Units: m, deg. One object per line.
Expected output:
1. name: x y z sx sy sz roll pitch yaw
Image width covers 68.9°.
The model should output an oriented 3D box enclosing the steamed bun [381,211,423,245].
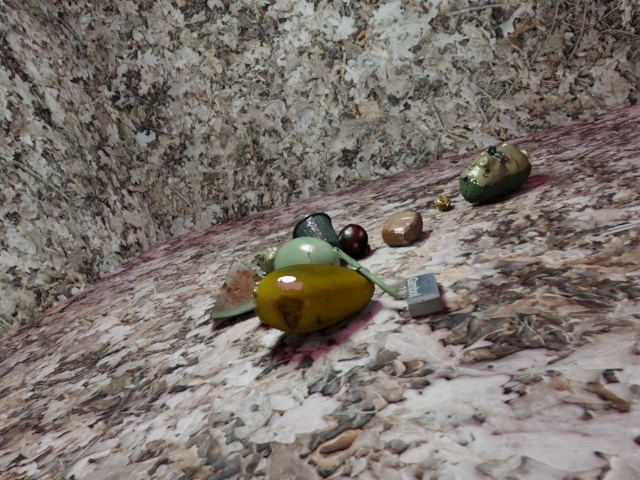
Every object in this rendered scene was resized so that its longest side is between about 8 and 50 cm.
1. steamed bun: 0.342 -0.044 1.905 0.145 0.106 0.175 2 38 42

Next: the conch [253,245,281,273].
1. conch: -0.208 0.085 2.046 0.155 0.130 0.207 20 -1 8

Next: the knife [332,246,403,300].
1. knife: 0.136 0.095 1.396 0.293 0.020 0.043 36 21 34

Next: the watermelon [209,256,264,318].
1. watermelon: -0.307 0.168 1.713 0.261 0.201 0.213 -25 7 -9

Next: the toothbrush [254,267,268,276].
1. toothbrush: -0.236 0.155 2.030 0.024 0.026 0.288 -27 16 -19

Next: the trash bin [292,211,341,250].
1. trash bin: 0.000 0.000 1.853 0.175 0.175 0.161 -23 51 -16

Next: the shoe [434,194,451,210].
1. shoe: 0.566 -0.172 2.166 0.069 0.072 0.109 31 42 19

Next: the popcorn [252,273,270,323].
1. popcorn: -0.159 0.193 1.554 0.135 0.162 0.141 -7 -4 -4

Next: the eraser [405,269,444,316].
1. eraser: 0.294 0.147 1.336 0.092 0.046 0.212 -15 14 13

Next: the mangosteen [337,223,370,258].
1. mangosteen: 0.138 0.008 1.909 0.152 0.152 0.152 -17 14 4

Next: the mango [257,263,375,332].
1. mango: -0.009 0.156 1.381 0.365 0.182 0.253 -11 15 -19

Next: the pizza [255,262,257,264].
1. pizza: -0.277 0.086 2.321 0.099 0.036 0.160 -11 16 29

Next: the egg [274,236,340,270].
1. egg: -0.050 0.088 1.678 0.203 0.203 0.282 -29 15 -36

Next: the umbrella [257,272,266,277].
1. umbrella: -0.253 0.166 1.937 0.143 0.062 0.067 10 -5 44

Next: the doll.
1. doll: 0.768 -0.306 2.077 0.349 0.247 0.247 -32 18 -19
